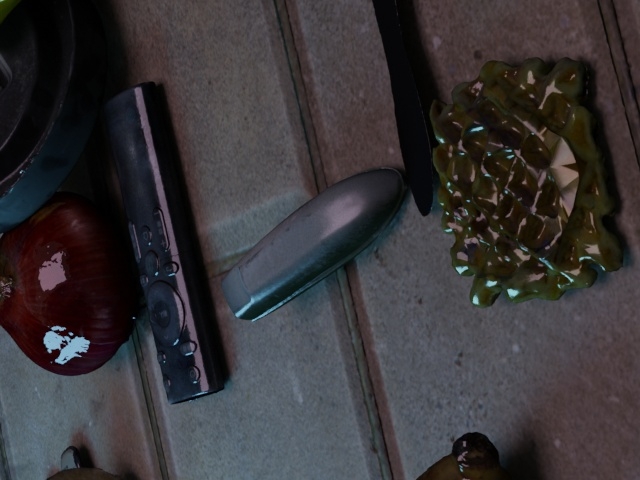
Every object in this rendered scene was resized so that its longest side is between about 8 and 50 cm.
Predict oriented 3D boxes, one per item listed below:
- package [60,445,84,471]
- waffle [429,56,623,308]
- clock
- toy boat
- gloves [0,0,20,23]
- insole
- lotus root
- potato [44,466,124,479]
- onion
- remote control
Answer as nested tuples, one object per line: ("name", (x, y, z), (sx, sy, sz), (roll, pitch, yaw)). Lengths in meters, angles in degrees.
("package", (-0.324, 0.406, 2.258), (0.166, 0.040, 0.232), (-44, 63, 46))
("waffle", (0.171, -0.053, 1.501), (0.204, 0.054, 0.223), (-16, 84, 53))
("clock", (-0.430, -0.185, 2.124), (0.386, 0.076, 0.386), (-14, 66, 33))
("toy boat", (0.000, 0.000, 1.730), (0.260, 0.085, 0.078), (-38, 67, 37))
("gloves", (-0.344, -0.363, 2.019), (0.294, 0.116, 0.133), (-43, 60, 5))
("insole", (0.081, -0.148, 1.623), (0.086, 0.005, 0.253), (149, 110, -73))
("lotus root", (0.130, 0.274, 1.561), (0.138, 0.138, 0.214), (45, 129, 39))
("potato", (-0.294, 0.402, 2.131), (0.202, 0.182, 0.117), (35, 150, 15))
("onion", (-0.328, 0.058, 2.113), (0.248, 0.161, 0.248), (26, 134, 31))
("remote control", (-0.190, 0.005, 2.001), (0.107, 0.044, 0.378), (-23, 77, 56))
